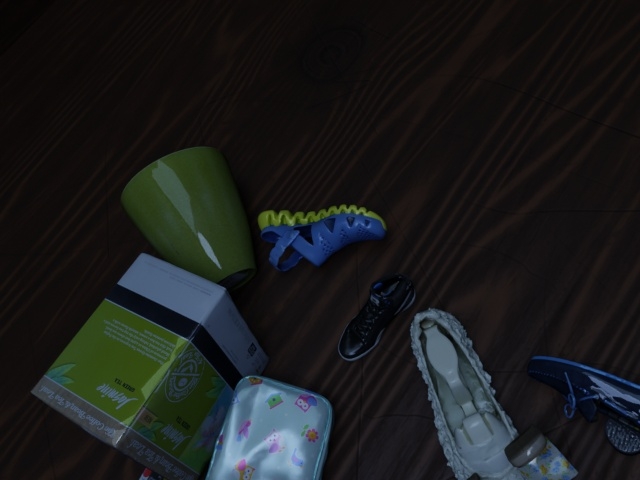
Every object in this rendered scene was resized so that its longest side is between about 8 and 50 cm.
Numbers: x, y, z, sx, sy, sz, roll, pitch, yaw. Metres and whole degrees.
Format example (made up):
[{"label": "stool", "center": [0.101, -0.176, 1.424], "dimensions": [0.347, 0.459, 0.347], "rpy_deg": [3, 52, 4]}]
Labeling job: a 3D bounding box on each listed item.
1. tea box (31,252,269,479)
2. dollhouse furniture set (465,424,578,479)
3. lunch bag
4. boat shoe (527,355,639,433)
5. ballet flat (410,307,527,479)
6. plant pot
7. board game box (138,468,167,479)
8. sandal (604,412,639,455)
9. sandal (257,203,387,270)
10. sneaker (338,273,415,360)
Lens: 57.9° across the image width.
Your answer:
[{"label": "tea box", "center": [-0.305, 0.264, 1.143], "dimensions": [0.220, 0.329, 0.323], "rpy_deg": [21, 63, 25]}, {"label": "dollhouse furniture set", "center": [0.310, 0.541, 0.828], "dimensions": [0.394, 0.256, 0.362], "rpy_deg": [-41, 74, 3]}, {"label": "lunch bag", "center": [-0.092, 0.422, 1.133], "dimensions": [0.224, 0.108, 0.279], "rpy_deg": [15, 73, 5]}, {"label": "boat shoe", "center": [0.484, 0.278, 1.015], "dimensions": [0.258, 0.109, 0.089], "rpy_deg": [14, 71, 41]}, {"label": "ballet flat", "center": [0.264, 0.306, 1.080], "dimensions": [0.147, 0.147, 0.409], "rpy_deg": [-25, 60, 4]}, {"label": "plant pot", "center": [-0.280, -0.019, 1.365], "dimensions": [0.275, 0.275, 0.293], "rpy_deg": [-31, 75, 1]}, {"label": "board game box", "center": [-0.342, 0.635, 1.150], "dimensions": [0.193, 0.053, 0.305], "rpy_deg": [19, 71, 25]}, {"label": "sandal", "center": [0.626, 0.296, 1.022], "dimensions": [0.254, 0.054, 0.097], "rpy_deg": [-28, 51, 13]}, {"label": "sandal", "center": [0.000, 0.000, 1.333], "dimensions": [0.317, 0.126, 0.138], "rpy_deg": [-6, 66, 24]}, {"label": "sneaker", "center": [0.105, 0.150, 1.214], "dimensions": [0.217, 0.121, 0.079], "rpy_deg": [-46, 59, -8]}]
